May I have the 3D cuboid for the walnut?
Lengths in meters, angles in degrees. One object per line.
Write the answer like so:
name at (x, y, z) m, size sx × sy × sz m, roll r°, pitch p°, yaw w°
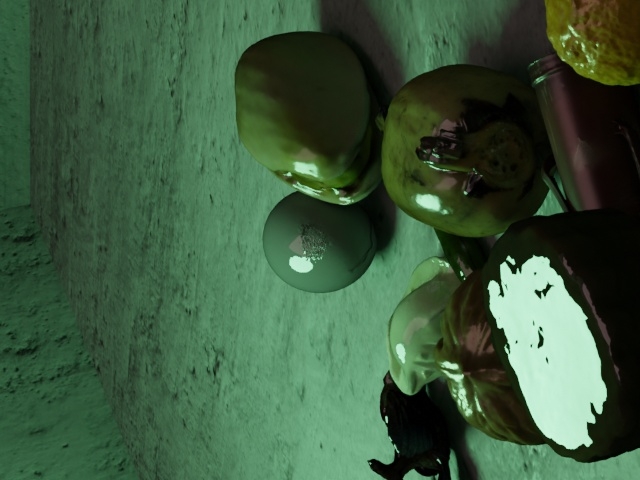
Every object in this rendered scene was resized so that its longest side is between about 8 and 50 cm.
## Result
walnut at (0.215, 0.108, 1.645) m, size 0.213 × 0.213 × 0.213 m, roll 168°, pitch 90°, yaw -70°

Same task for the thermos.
thermos at (0.273, -0.069, 1.548) m, size 0.124 × 0.099 × 0.232 m, roll 144°, pitch 114°, yaw -67°

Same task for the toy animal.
toy animal at (0.131, 0.242, 2.154) m, size 0.218 × 0.116 × 0.179 m, roll 56°, pitch -137°, yaw -69°

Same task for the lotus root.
lotus root at (0.142, -0.102, 1.778) m, size 0.310 × 0.183 × 0.182 m, roll -155°, pitch 56°, yaw -67°

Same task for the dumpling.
dumpling at (0.126, 0.098, 2.033) m, size 0.134 × 0.100 × 0.169 m, roll -119°, pitch 27°, yaw -46°

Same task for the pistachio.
pistachio at (-0.009, -0.169, 2.177) m, size 0.288 × 0.197 × 0.166 m, roll 47°, pitch -172°, yaw 36°

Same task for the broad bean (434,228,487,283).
broad bean at (0.194, 0.068, 1.917) m, size 0.060 × 0.043 × 0.297 m, roll 95°, pitch 154°, yaw -61°

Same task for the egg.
egg at (0.000, 0.000, 2.241) m, size 0.199 × 0.146 × 0.146 m, roll 12°, pitch 113°, yaw 60°

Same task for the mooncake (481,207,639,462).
mooncake at (0.245, 0.079, 1.443) m, size 0.228 × 0.124 × 0.228 m, roll 48°, pitch 145°, yaw 50°

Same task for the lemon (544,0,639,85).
lemon at (0.266, -0.219, 1.417) m, size 0.187 × 0.142 × 0.142 m, roll 103°, pitch 148°, yaw -42°
